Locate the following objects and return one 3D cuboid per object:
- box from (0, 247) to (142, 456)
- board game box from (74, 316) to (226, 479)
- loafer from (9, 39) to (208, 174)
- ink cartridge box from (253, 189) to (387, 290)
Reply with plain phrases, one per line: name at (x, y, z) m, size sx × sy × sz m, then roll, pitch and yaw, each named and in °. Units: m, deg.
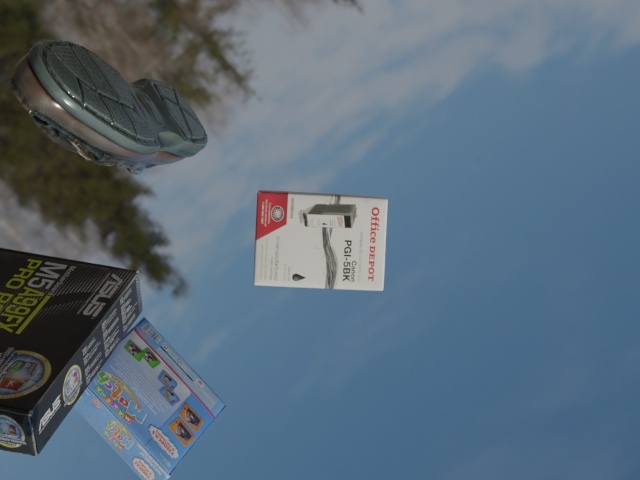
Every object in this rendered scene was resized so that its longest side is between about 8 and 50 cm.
box at (-0.345, 0.110, 1.545) m, size 0.216 × 0.060 × 0.270 m, roll 9°, pitch -146°, yaw 16°
board game box at (-0.213, 0.197, 1.759) m, size 0.039 × 0.160 × 0.211 m, roll -41°, pitch -178°, yaw 22°
loafer at (-0.180, -0.091, 1.163) m, size 0.084 × 0.096 × 0.267 m, roll -34°, pitch 165°, yaw 15°
ink cartridge box at (0.000, 0.000, 1.466) m, size 0.135 × 0.099 × 0.056 m, roll 2°, pitch -179°, yaw -3°
